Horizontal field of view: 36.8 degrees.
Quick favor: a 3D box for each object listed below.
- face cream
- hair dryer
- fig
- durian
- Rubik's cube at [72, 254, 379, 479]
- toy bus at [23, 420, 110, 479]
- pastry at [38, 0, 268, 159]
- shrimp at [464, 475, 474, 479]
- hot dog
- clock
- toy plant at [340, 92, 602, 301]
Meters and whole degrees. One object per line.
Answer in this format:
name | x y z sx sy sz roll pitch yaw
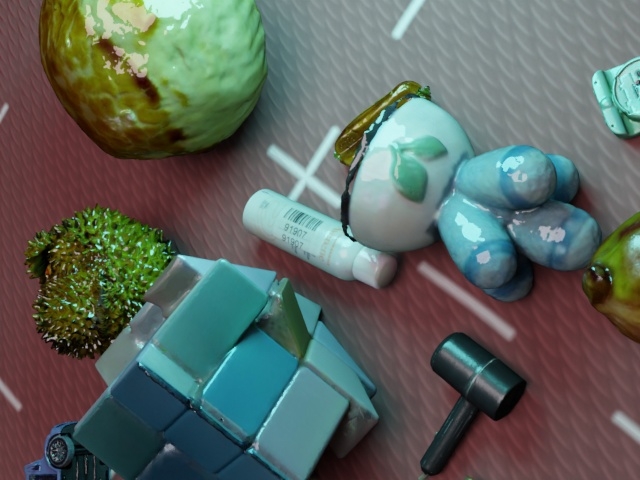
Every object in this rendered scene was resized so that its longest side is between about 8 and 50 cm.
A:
face cream | 0.000 0.000 1.496 0.269 0.082 0.082 25 95 32
hair dryer | 0.187 0.250 1.359 0.124 0.071 0.219 36 109 32
fig | 0.457 0.041 1.146 0.263 0.224 0.224 2 82 35
durian | -0.377 0.073 1.632 0.293 0.258 0.258 -26 69 35
Rubik's cube | -0.127 0.225 1.382 0.387 0.368 0.358 41 106 -5
toy bus | -0.434 0.460 1.653 0.133 0.125 0.292 -9 78 30
pastry | -0.279 -0.299 1.541 0.388 0.388 0.312 26 58 32
shrimp | 0.142 0.452 1.352 0.152 0.063 0.287 21 94 43
hot dog | 0.099 -0.178 1.482 0.188 0.055 0.072 -35 69 21
clock | 0.440 -0.205 1.290 0.135 0.041 0.101 -26 70 25
toy plant | 0.220 -0.043 1.307 0.332 0.247 0.247 26 95 25
